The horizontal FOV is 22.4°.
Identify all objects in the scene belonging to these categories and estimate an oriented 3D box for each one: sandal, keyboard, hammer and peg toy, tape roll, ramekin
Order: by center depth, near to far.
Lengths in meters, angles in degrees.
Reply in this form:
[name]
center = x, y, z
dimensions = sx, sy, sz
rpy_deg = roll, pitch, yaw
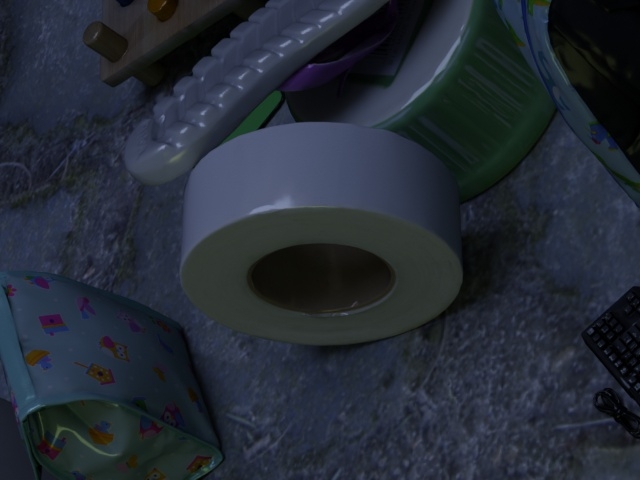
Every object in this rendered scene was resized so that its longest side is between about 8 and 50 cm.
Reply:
[keyboard]
center = 0.297, 0.127, 1.457
dimensions = 0.108, 0.023, 0.180
rpy_deg = -48, 42, 12
[tape roll]
center = 0.000, 0.000, 1.621
dimensions = 0.286, 0.286, 0.100
rpy_deg = -23, 53, 33
[sandal]
center = -0.022, -0.186, 1.666
dimensions = 0.416, 0.102, 0.169
rpy_deg = -37, 27, 1
[ramekin]
center = 0.103, -0.197, 1.739
dimensions = 0.303, 0.148, 0.303
rpy_deg = -23, 52, 33
[hammer and peg toy]
center = -0.201, -0.396, 2.166
dimensions = 0.266, 0.127, 0.361
rpy_deg = -29, 48, 31

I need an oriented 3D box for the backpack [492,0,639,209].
[backpack]
center = 0.306, -0.181, 1.384
dimensions = 0.290, 0.355, 0.273
rpy_deg = -46, 42, 14

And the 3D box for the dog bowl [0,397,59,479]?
[dog bowl]
center = -0.379, 0.271, 1.792
dimensions = 0.102, 0.349, 0.349
rpy_deg = -56, 40, 21

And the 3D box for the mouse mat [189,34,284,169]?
[mouse mat]
center = -0.129, -0.167, 2.050
dimensions = 0.152, 0.007, 0.190
rpy_deg = -50, 43, 8

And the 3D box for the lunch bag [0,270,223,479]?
[lunch bag]
center = -0.260, 0.161, 1.788
dimensions = 0.160, 0.262, 0.223
rpy_deg = -42, 45, 17
